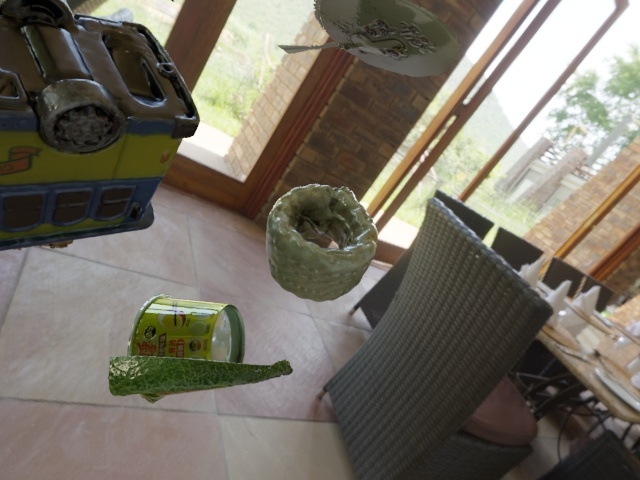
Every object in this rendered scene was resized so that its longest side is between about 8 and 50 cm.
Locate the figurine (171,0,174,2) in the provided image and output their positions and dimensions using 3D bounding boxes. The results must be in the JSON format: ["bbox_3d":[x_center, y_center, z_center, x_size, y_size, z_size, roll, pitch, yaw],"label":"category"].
[{"bbox_3d":[-0.372,-0.572,0.879,0.145,0.114,0.178,6,35,15],"label":"figurine"}]

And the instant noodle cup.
[{"bbox_3d":[-0.361,0.303,1.178,0.222,0.311,0.311,-4,15,12],"label":"instant noodle cup"}]

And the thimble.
[{"bbox_3d":[0.000,0.000,1.102,0.292,0.195,0.291,7,47,-8],"label":"thimble"}]

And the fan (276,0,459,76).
[{"bbox_3d":[0.048,-0.330,0.696,0.233,0.012,0.415,22,2,-39],"label":"fan"}]

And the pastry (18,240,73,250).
[{"bbox_3d":[-0.534,-0.069,0.851,0.311,0.255,0.161,-136,-151,-77],"label":"pastry"}]

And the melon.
[{"bbox_3d":[-0.171,0.206,0.620,0.262,0.114,0.053,1,62,-7],"label":"melon"}]

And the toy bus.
[{"bbox_3d":[-0.258,-0.085,0.301,0.288,0.175,0.138,-13,65,-46],"label":"toy bus"}]
